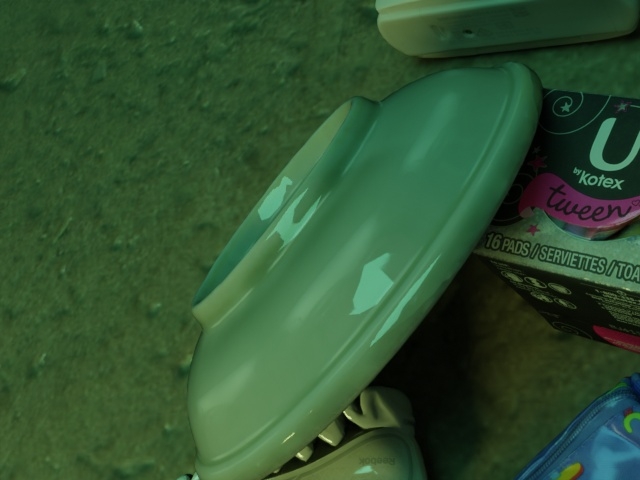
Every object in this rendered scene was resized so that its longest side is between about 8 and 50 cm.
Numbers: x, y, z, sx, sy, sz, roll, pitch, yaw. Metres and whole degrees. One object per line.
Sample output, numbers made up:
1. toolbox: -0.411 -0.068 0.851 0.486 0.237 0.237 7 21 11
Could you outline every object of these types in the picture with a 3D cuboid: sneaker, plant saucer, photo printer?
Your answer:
1. sneaker: -0.040 0.232 0.797 0.292 0.110 0.118 -32 59 19
2. plant saucer: 0.000 0.000 0.745 0.400 0.100 0.400 -51 9 11
3. photo printer: 0.202 -0.335 0.924 0.256 0.107 0.308 2 67 37

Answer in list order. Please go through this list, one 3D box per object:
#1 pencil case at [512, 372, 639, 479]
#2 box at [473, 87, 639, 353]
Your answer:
1. pencil case: 0.144 0.219 0.645 0.306 0.133 0.119 -42 19 9
2. box: 0.261 0.000 0.655 0.247 0.163 0.142 14 74 41
